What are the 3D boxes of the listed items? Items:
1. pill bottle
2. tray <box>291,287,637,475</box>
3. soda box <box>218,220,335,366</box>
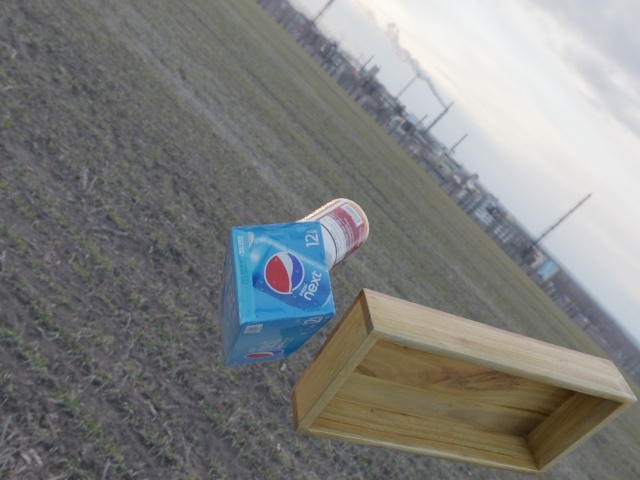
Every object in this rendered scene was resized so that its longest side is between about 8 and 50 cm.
[{"bbox_3d":[0.000,0.000,0.793,0.086,0.086,0.152,47,40,9],"label":"pill bottle"},{"bbox_3d":[0.190,0.204,0.728,0.410,0.203,0.076,17,34,-22],"label":"tray"},{"bbox_3d":[-0.048,0.056,0.464,0.210,0.067,0.071,123,-40,-66],"label":"soda box"}]
